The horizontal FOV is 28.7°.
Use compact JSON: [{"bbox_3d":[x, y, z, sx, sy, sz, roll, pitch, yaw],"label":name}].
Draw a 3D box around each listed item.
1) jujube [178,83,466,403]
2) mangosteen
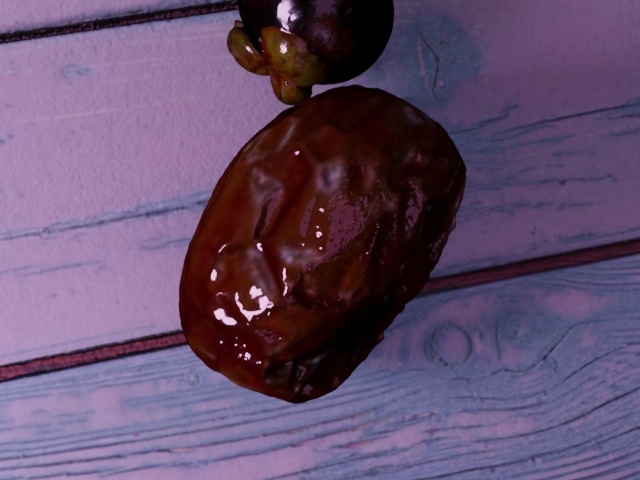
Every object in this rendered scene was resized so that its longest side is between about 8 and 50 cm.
[{"bbox_3d":[0.000,-0.001,1.458,0.276,0.276,0.377,27,89,-14],"label":"jujube"},{"bbox_3d":[-0.012,-0.268,1.482,0.210,0.210,0.210,-1,93,-14],"label":"mangosteen"}]
